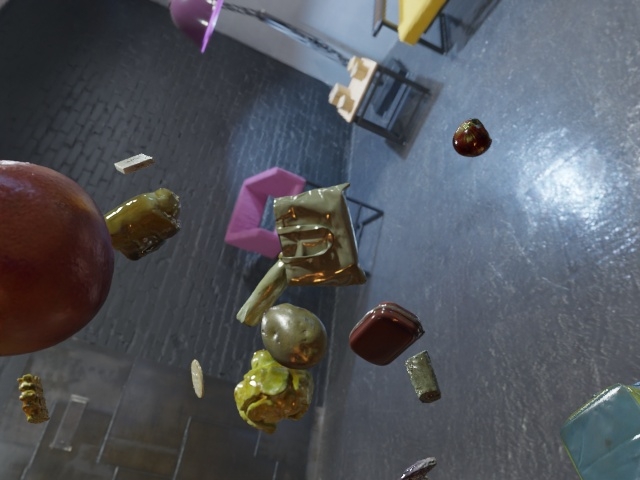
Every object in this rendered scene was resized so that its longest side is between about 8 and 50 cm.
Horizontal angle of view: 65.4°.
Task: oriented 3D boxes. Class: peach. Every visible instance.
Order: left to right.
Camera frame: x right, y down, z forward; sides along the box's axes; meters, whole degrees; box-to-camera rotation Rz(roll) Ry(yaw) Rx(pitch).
[{"bbox_3d":[-0.493,0.021,0.762,0.307,0.332,0.308,-24,48,30],"label":"peach"}]

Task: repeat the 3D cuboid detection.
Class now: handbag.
[{"bbox_3d":[-0.004,-0.003,1.549,0.109,0.253,0.316,-52,-48,-80],"label":"handbag"},{"bbox_3d":[0.654,0.400,0.970,0.222,0.241,0.263,-107,30,-47],"label":"handbag"}]

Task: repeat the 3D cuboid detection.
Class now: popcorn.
[{"bbox_3d":[-0.151,0.489,1.673,0.276,0.276,0.226,-98,18,-58],"label":"popcorn"}]

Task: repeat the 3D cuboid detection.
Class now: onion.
[{"bbox_3d":[0.451,-0.300,1.492,0.119,0.118,0.117,-63,18,23],"label":"onion"}]

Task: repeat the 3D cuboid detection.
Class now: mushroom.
[{"bbox_3d":[-0.177,0.174,1.766,0.312,0.100,0.081,-54,42,10],"label":"mushroom"}]

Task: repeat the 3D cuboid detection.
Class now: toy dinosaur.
[{"bbox_3d":[0.129,0.539,0.985,0.294,0.162,0.077,-52,43,-5],"label":"toy dinosaur"}]

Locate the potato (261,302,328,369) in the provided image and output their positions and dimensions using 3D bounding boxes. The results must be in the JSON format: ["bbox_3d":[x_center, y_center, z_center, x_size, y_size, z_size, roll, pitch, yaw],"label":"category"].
[{"bbox_3d":[-0.083,0.290,1.520,0.178,0.235,0.160,-40,-25,-16],"label":"potato"}]

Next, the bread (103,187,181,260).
[{"bbox_3d":[-0.716,-0.062,2.074,0.341,0.210,0.300,-34,-5,-14],"label":"bread"}]

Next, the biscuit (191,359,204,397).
[{"bbox_3d":[-0.469,0.527,1.899,0.152,0.020,0.152,22,115,58],"label":"biscuit"}]

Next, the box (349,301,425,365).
[{"bbox_3d":[0.302,0.445,2.361,0.404,0.263,0.108,-54,6,43],"label":"box"}]

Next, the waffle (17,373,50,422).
[{"bbox_3d":[-1.009,0.552,1.746,0.160,0.055,0.211,67,156,16],"label":"waffle"}]

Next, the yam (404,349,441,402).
[{"bbox_3d":[0.375,0.497,1.827,0.107,0.107,0.183,-52,47,46],"label":"yam"}]

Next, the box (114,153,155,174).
[{"bbox_3d":[-0.558,-0.229,1.493,0.167,0.090,0.024,23,135,57],"label":"box"}]
